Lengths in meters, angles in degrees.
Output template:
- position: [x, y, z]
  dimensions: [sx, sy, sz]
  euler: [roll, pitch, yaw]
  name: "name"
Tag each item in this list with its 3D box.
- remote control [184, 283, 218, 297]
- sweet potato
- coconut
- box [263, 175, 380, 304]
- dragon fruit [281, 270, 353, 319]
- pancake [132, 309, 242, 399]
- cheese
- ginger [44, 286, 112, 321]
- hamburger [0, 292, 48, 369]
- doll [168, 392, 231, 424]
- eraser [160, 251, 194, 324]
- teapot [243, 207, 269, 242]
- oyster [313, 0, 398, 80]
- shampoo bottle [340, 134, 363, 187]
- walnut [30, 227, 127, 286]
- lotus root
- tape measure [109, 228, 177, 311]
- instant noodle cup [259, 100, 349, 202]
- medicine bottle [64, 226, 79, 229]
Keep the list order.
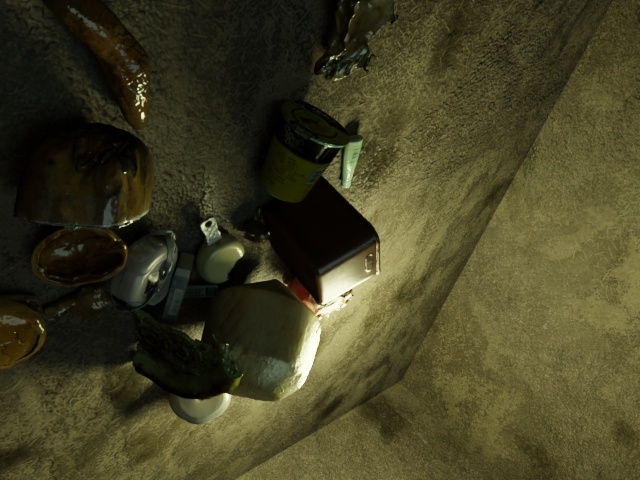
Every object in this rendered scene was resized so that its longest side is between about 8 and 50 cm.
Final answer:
- position: [-0.387, 0.159, 1.574]
  dimensions: [0.124, 0.018, 0.053]
  euler: [1, 129, -17]
  name: "remote control"
- position: [-0.398, -0.356, 0.979]
  dimensions: [0.113, 0.092, 0.342]
  euler: [-18, 145, 2]
  name: "sweet potato"
- position: [-0.197, 0.313, 1.664]
  dimensions: [0.415, 0.416, 0.345]
  euler: [-23, 163, -31]
  name: "coconut"
- position: [0.000, 0.000, 1.593]
  dimensions: [0.229, 0.339, 0.240]
  euler: [-31, 145, -18]
  name: "box"
- position: [-0.009, 0.146, 1.817]
  dimensions: [0.268, 0.250, 0.291]
  euler: [-28, 158, -21]
  name: "dragon fruit"
- position: [-0.416, 0.367, 1.496]
  dimensions: [0.067, 0.426, 0.305]
  euler: [-48, 144, -48]
  name: "pancake"
- position: [-0.326, 0.035, 1.499]
  dimensions: [0.163, 0.071, 0.249]
  euler: [-45, 148, -4]
  name: "cheese"
- position: [-0.633, 0.175, 1.314]
  dimensions: [0.165, 0.067, 0.096]
  euler: [-20, 141, -14]
  name: "ginger"
- position: [-0.758, 0.212, 1.175]
  dimensions: [0.213, 0.108, 0.214]
  euler: [-25, 140, -23]
  name: "hamburger"
- position: [-0.442, 0.570, 1.881]
  dimensions: [0.250, 0.221, 0.221]
  euler: [-6, 135, -15]
  name: "doll"
- position: [-0.425, 0.145, 1.483]
  dimensions: [0.046, 0.092, 0.213]
  euler: [16, 119, -15]
  name: "eraser"
- position: [-0.198, -0.046, 1.557]
  dimensions: [0.085, 0.080, 0.111]
  euler: [-34, 146, -76]
  name: "teapot"
- position: [0.102, -0.561, 1.286]
  dimensions: [0.197, 0.133, 0.337]
  euler: [-10, 135, -46]
  name: "oyster"
- position: [0.098, -0.264, 1.688]
  dimensions: [0.069, 0.041, 0.191]
  euler: [-28, 144, -35]
  name: "shampoo bottle"
- position: [-0.567, 0.019, 1.180]
  dimensions: [0.211, 0.087, 0.167]
  euler: [-15, 129, -9]
  name: "walnut"
- position: [-0.472, -0.135, 1.012]
  dimensions: [0.272, 0.272, 0.192]
  euler: [-8, 121, -44]
  name: "lotus root"
- position: [-0.467, 0.085, 1.320]
  dimensions: [0.236, 0.120, 0.197]
  euler: [-65, 171, 25]
  name: "tape measure"
- position: [-0.060, -0.239, 1.403]
  dimensions: [0.215, 0.216, 0.236]
  euler: [-7, 138, -45]
  name: "instant noodle cup"
- position: [-0.501, -0.068, 1.139]
  dimensions: [0.051, 0.051, 0.191]
  euler: [-61, 170, 22]
  name: "medicine bottle"
